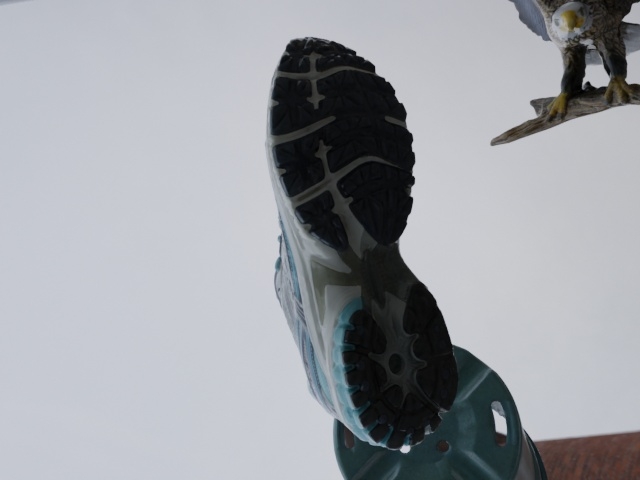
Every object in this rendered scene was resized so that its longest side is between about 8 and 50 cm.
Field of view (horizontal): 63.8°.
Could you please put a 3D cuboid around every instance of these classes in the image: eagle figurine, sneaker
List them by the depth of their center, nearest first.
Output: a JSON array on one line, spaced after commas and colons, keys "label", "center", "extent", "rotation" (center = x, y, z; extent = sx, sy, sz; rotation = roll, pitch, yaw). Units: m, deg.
[{"label": "sneaker", "center": [0.000, 0.000, 0.373], "extent": [0.110, 0.122, 0.283], "rotation": [-7, -94, -31]}, {"label": "eagle figurine", "center": [0.269, -0.277, 0.563], "extent": [0.226, 0.225, 0.299], "rotation": [-23, -75, 3]}]

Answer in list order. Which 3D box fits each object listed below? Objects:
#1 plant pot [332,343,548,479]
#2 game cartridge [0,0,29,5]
[{"label": "plant pot", "center": [0.184, 0.340, 0.808], "extent": [0.334, 0.340, 0.341], "rotation": [64, -147, -49]}, {"label": "game cartridge", "center": [-0.422, -0.407, 0.629], "extent": [0.354, 0.068, 0.230], "rotation": [-28, -86, -30]}]
